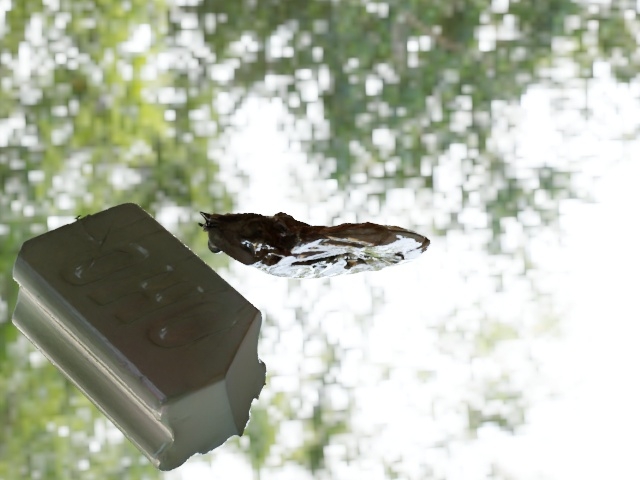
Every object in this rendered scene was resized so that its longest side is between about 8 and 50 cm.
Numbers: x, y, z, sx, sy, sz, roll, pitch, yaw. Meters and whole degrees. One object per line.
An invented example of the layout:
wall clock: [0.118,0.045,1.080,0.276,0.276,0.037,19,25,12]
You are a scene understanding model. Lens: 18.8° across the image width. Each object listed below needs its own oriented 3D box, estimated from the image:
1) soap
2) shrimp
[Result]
soap: [-0.173,0.088,1.924,0.289,0.173,0.095,39,-41,38]
shrimp: [0.000,0.000,1.949,0.164,0.317,0.062,-13,-103,33]
